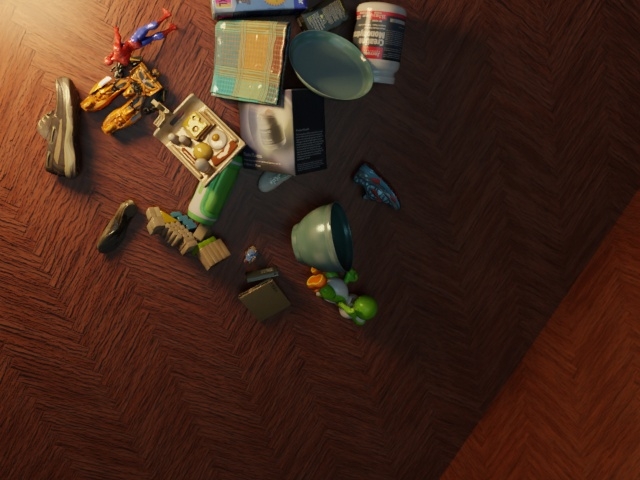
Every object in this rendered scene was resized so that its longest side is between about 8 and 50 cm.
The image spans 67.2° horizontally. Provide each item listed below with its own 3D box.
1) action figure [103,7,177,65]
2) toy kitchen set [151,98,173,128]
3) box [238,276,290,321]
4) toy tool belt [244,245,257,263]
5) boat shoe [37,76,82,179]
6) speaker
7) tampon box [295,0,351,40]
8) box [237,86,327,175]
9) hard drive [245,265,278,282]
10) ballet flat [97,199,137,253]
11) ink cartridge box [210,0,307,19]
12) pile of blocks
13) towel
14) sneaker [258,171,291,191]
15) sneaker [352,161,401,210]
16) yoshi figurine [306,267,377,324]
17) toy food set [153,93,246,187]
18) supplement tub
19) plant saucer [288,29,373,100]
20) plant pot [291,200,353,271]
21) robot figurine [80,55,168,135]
[{"bbox_3d":[-0.650,-0.703,1.667,0.280,0.139,0.091,-47,153,-18],"label":"action figure"},{"bbox_3d":[-0.581,-0.451,1.751,0.068,0.083,0.075,39,92,22],"label":"toy kitchen set"},{"bbox_3d":[-0.240,0.260,2.091,0.164,0.021,0.201,-29,135,0],"label":"box"},{"bbox_3d":[-0.296,0.067,2.038,0.052,0.051,0.083,31,98,-21],"label":"toy tool belt"},{"bbox_3d":[-0.921,-0.392,1.690,0.130,0.132,0.355,2,106,-15],"label":"boat shoe"},{"bbox_3d":[-0.409,-0.213,1.878,0.131,0.131,0.296,23,101,-20],"label":"speaker"},{"bbox_3d":[0.009,-0.821,1.782,0.161,0.120,0.101,-32,113,-2],"label":"tampon box"},{"bbox_3d":[-0.143,-0.407,1.768,0.183,0.296,0.294,-20,115,-44],"label":"box"},{"bbox_3d":[-0.250,0.142,2.050,0.135,0.094,0.022,-12,105,-10],"label":"hard drive"},{"bbox_3d":[-0.794,-0.057,1.877,0.084,0.058,0.250,16,113,-55],"label":"ballet flat"},{"bbox_3d":[-0.196,-0.935,1.683,0.395,0.151,0.270,-9,110,-12],"label":"ink cartridge box"},{"bbox_3d":[-0.538,-0.012,1.939,0.362,0.149,0.112,37,139,-13],"label":"pile of blocks"},{"bbox_3d":[-0.254,-0.621,1.674,0.040,0.370,0.271,-9,113,-47],"label":"towel"},{"bbox_3d":[-0.159,-0.265,1.939,0.212,0.094,0.080,-36,114,0],"label":"sneaker"},{"bbox_3d":[0.239,-0.215,2.068,0.125,0.104,0.262,-39,109,20],"label":"sneaker"},{"bbox_3d":[0.121,0.238,2.126,0.203,0.203,0.362,-47,115,-3],"label":"yoshi figurine"},{"bbox_3d":[-0.446,-0.368,1.771,0.220,0.092,0.306,-46,77,3],"label":"toy food set"},{"bbox_3d":[0.214,-0.739,1.823,0.191,0.191,0.272,1,107,-14],"label":"supplement tub"},{"bbox_3d":[0.035,-0.604,1.686,0.317,0.317,0.044,12,149,-17],"label":"plant saucer"},{"bbox_3d":[0.000,0.000,1.988,0.196,0.293,0.293,-10,112,18],"label":"plant pot"},{"bbox_3d":[-0.693,-0.519,1.728,0.291,0.085,0.211,-38,113,1],"label":"robot figurine"}]
